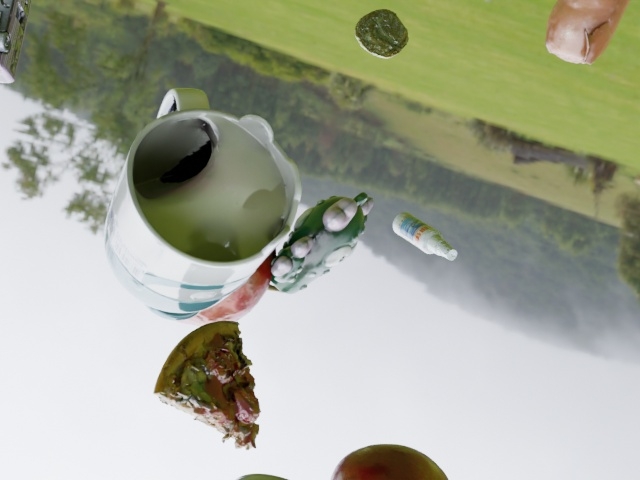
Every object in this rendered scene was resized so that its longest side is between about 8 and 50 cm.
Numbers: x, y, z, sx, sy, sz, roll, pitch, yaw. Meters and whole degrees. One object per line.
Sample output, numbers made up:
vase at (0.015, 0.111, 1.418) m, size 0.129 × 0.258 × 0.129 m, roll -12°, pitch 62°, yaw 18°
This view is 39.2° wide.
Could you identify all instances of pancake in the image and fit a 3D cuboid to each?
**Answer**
pancake at (0.121, -0.404, 1.763) m, size 0.108 × 0.108 × 0.017 m, roll 16°, pitch 168°, yaw -1°

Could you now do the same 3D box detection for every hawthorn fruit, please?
hawthorn fruit at (-0.194, 0.033, 1.629) m, size 0.330 × 0.287 × 0.287 m, roll 29°, pitch 179°, yaw -32°

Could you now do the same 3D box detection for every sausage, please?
sausage at (0.406, -0.422, 1.134) m, size 0.094 × 0.419 × 0.094 m, roll 29°, pitch -170°, yaw 17°

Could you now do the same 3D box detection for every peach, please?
peach at (0.129, 0.488, 1.733) m, size 0.243 × 0.199 × 0.243 m, roll -8°, pitch -154°, yaw 4°

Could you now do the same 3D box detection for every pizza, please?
pizza at (-0.133, 0.209, 1.292) m, size 0.193 × 0.053 × 0.201 m, roll 54°, pitch -145°, yaw -14°

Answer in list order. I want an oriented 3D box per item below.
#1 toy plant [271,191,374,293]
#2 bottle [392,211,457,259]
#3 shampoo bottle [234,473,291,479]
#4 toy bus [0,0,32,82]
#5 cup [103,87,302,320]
toy plant at (0.003, -0.002, 1.622) m, size 0.112 × 0.243 × 0.232 m, roll 47°, pitch -179°, yaw 7°
bottle at (0.239, -0.004, 2.030) m, size 0.060 × 0.060 × 0.217 m, roll 12°, pitch -165°, yaw -31°
shampoo bottle at (-0.119, 0.628, 1.782) m, size 0.273 × 0.273 × 0.266 m, roll 11°, pitch -130°, yaw 9°
toy bus at (-0.515, -0.345, 1.424) m, size 0.087 × 0.178 × 0.098 m, roll 6°, pitch 166°, yaw 4°
cup at (-0.175, -0.058, 1.199) m, size 0.219 × 0.290 × 0.257 m, roll -2°, pitch 158°, yaw -25°
